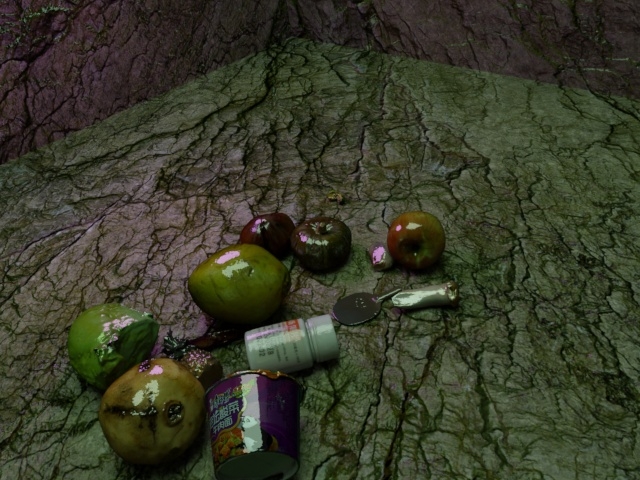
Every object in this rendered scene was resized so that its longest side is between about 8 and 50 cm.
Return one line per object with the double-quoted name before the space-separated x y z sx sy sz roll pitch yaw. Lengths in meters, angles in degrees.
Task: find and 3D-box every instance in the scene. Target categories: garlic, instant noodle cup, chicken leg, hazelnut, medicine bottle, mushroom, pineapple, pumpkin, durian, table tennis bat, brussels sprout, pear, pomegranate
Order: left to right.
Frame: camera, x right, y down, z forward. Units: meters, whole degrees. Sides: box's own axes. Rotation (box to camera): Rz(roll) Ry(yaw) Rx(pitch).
"durian" -0.615 0.299 1.678 0.339 0.205 0.255 12 26 39
"pomegranate" -0.411 0.424 1.425 0.260 0.261 0.261 -5 37 4
"pineapple" -0.383 0.343 1.635 0.125 0.125 0.251 -33 39 -30
"chicken leg" -0.325 0.293 1.733 0.204 0.053 0.093 -11 13 -15
"pear" -0.247 0.134 1.751 0.320 0.269 0.269 -3 36 24
"instant noodle cup" -0.151 0.452 1.344 0.250 0.251 0.190 -9 45 -1
"hazelnut" -0.187 -0.022 2.027 0.203 0.178 0.178 -17 37 -11
"medicine bottle" -0.079 0.297 1.603 0.251 0.145 0.145 -10 36 -5
"pumpkin" 0.000 0.000 1.969 0.218 0.163 0.219 -2 38 2
"brussels sprout" 0.065 -0.173 2.289 0.083 0.046 0.051 29 46 27
"table tennis bat" 0.150 0.199 1.793 0.234 0.022 0.131 -22 37 -14
"garlic" 0.202 0.042 1.948 0.084 0.066 0.152 -13 39 -3
"mushroom" 0.323 0.176 1.750 0.209 0.071 0.085 -9 65 3

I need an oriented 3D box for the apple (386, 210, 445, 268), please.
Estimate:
"apple" 0.318 -0.007 1.889 0.195 0.196 0.196 -5 37 4
